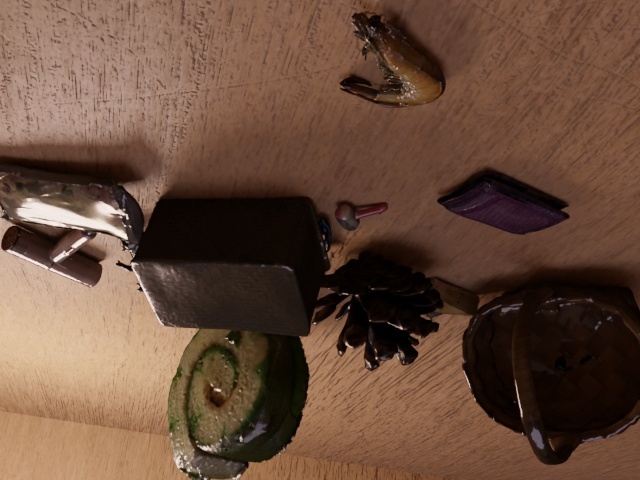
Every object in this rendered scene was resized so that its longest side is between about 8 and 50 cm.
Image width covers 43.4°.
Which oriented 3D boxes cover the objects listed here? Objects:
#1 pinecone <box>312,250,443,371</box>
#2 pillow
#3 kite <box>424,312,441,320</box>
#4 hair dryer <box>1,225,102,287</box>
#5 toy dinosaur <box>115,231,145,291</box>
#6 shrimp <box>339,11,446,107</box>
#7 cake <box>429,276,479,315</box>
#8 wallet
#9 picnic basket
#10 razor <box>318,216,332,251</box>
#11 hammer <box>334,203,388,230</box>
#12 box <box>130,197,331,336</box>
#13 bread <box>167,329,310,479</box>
[{"bbox_3d":[0.098,0.125,1.396,0.228,0.202,0.201,-3,123,18],"label":"pinecone"},{"bbox_3d":[-0.400,-0.066,1.266,0.254,0.059,0.169,11,149,7],"label":"pillow"},{"bbox_3d":[0.233,0.157,1.655,0.044,0.002,0.078,-9,149,30],"label":"kite"},{"bbox_3d":[-0.433,0.008,1.466,0.220,0.054,0.195,-20,146,32],"label":"hair dryer"},{"bbox_3d":[-0.265,0.034,1.421,0.178,0.087,0.187,-10,151,34],"label":"toy dinosaur"},{"bbox_3d":[0.062,-0.200,0.917,0.124,0.034,0.178,-7,157,40],"label":"shrimp"},{"bbox_3d":[0.247,0.110,1.496,0.121,0.052,0.065,11,150,-12],"label":"cake"},{"bbox_3d":[0.269,-0.048,1.183,0.165,0.030,0.111,19,151,-25],"label":"wallet"},{"bbox_3d":[0.392,0.225,1.373,0.337,0.293,0.337,-13,-175,1],"label":"picnic basket"},{"bbox_3d":[0.004,-0.001,1.353,0.028,0.044,0.155,-20,156,-15],"label":"razor"},{"bbox_3d":[0.066,-0.042,1.253,0.083,0.031,0.052,-15,151,19],"label":"hammer"},{"bbox_3d":[-0.138,0.043,1.295,0.273,0.143,0.184,1,139,15],"label":"box"},{"bbox_3d":[-0.183,0.318,1.660,0.129,0.382,0.366,21,177,-35],"label":"bread"}]
